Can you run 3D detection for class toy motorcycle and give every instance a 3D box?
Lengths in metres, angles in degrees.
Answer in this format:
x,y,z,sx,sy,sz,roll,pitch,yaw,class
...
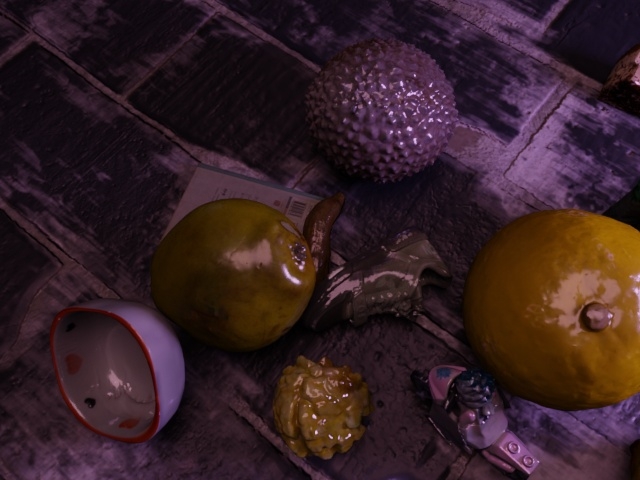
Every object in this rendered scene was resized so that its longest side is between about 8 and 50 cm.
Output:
x,y,z,sx,sy,sz,roll,pitch,yaw,class
0.248,0.275,1.022,0.239,0.204,0.108,28,61,12,toy motorcycle

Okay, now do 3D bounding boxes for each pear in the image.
x,y,z,sx,sy,sz,roll,pitch,yaw,class
-0.148,0.062,1.099,0.321,0.269,0.269,-9,59,37,pear

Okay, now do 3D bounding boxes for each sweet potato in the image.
x,y,z,sx,sy,sz,roll,pitch,yaw,class
-0.002,-0.004,1.236,0.062,0.081,0.233,3,63,24,sweet potato

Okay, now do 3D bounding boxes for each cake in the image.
x,y,z,sx,sy,sz,roll,pitch,yaw,class
0.711,-0.298,1.362,0.246,0.135,0.112,32,81,-14,cake

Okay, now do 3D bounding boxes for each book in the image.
x,y,z,sx,sy,sz,roll,pitch,yaw,class
-0.153,-0.034,1.285,0.283,0.025,0.215,18,66,10,book

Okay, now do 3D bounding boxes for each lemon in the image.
x,y,z,sx,sy,sz,roll,pitch,yaw,class
0.390,0.108,1.026,0.348,0.348,0.348,-1,65,2,lemon

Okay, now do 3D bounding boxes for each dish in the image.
x,y,z,sx,sy,sz,roll,pitch,yaw,class
-0.325,0.204,1.088,0.256,0.256,0.117,34,29,17,dish

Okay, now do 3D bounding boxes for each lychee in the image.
x,y,z,sx,sy,sz,roll,pitch,yaw,class
0.117,-0.256,1.244,0.300,0.300,0.300,-1,65,2,lychee

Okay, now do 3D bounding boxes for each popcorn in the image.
x,y,z,sx,sy,sz,roll,pitch,yaw,class
0.007,0.278,1.072,0.173,0.142,0.173,12,62,-24,popcorn

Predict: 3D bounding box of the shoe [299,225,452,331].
x,y,z,sx,sy,sz,roll,pitch,yaw,class
0.113,0.099,1.161,0.293,0.109,0.149,-35,62,-18,shoe

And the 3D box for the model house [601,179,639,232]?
x,y,z,sx,sy,sz,roll,pitch,yaw,class
0.626,0.070,1.088,0.194,0.267,0.325,-6,76,6,model house

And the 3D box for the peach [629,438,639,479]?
x,y,z,sx,sy,sz,roll,pitch,yaw,class
0.612,0.384,0.910,0.316,0.314,0.281,24,84,16,peach
